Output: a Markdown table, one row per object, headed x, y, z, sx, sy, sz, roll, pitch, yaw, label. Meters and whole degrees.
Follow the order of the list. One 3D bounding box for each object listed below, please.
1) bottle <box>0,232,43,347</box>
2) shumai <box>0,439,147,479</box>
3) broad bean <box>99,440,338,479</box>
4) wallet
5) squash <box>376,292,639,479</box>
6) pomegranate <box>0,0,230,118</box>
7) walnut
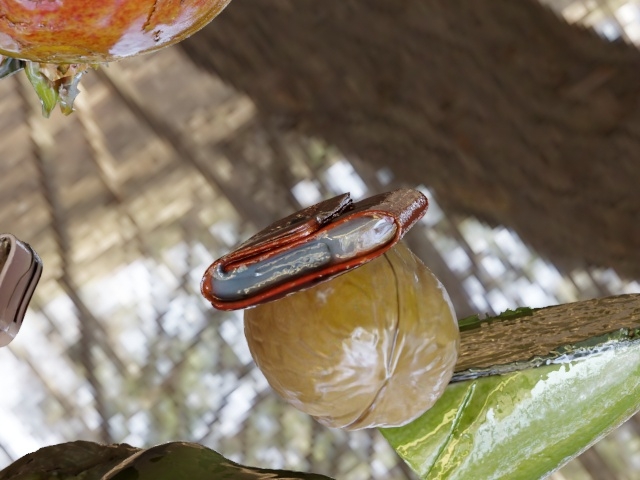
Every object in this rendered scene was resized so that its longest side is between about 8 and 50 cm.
| x | y | z | sx | sy | sz | roll | pitch | yaw | label |
| --- | --- | --- | --- | --- | --- | --- | --- | --- | --- |
| -0.330 | -0.031 | 1.520 | 0.206 | 0.173 | 0.297 | -22 | -120 | 11 | bottle |
| -0.218 | 0.305 | 1.553 | 0.346 | 0.217 | 0.283 | 3 | -159 | 32 | shumai |
| -0.069 | 0.205 | 1.229 | 0.189 | 0.121 | 0.263 | -37 | -162 | -25 | broad bean |
| 0.000 | 0.000 | 1.400 | 0.142 | 0.045 | 0.204 | -20 | -177 | 10 | wallet |
| 0.213 | 0.108 | 1.899 | 0.309 | 0.210 | 0.233 | -41 | -176 | 6 | squash |
| -0.123 | -0.174 | 0.935 | 0.210 | 0.210 | 0.235 | -53 | 167 | -52 | pomegranate |
| 0.021 | 0.066 | 1.574 | 0.165 | 0.165 | 0.197 | -39 | -149 | -10 | walnut |
